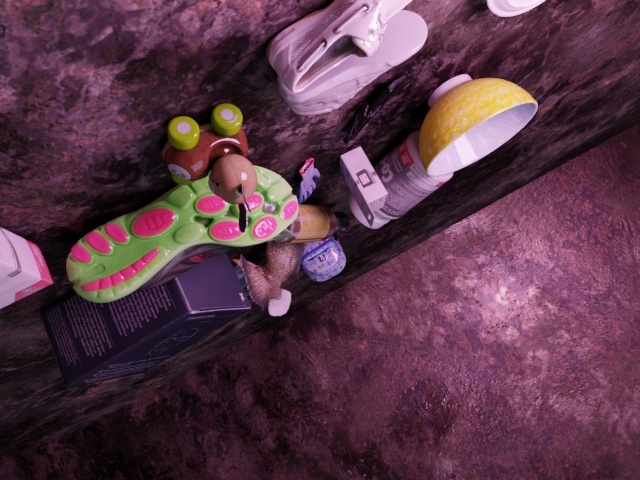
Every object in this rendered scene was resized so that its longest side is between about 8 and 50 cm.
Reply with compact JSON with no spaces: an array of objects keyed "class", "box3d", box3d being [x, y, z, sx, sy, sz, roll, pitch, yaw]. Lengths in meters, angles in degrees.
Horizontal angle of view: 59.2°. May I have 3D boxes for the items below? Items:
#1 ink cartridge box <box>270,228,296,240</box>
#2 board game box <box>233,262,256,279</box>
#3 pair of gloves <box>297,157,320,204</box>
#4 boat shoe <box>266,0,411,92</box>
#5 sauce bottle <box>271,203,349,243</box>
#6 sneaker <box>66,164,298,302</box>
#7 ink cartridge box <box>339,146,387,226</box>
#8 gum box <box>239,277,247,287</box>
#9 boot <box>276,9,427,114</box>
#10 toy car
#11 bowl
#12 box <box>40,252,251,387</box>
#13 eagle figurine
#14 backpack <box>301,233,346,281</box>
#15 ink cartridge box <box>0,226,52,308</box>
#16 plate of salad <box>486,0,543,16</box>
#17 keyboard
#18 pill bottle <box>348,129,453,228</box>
[{"class":"ink cartridge box","box3d":[-0.194,-0.026,1.350,0.235,0.056,0.171,-13,168,11]},{"class":"board game box","box3d":[-0.271,0.105,1.883,0.090,0.020,0.090,-32,165,19]},{"class":"pair of gloves","box3d":[-0.065,-0.106,1.373,0.198,0.023,0.159,-52,165,-17]},{"class":"boat shoe","box3d":[0.056,-0.315,0.843,0.277,0.096,0.098,-31,165,13]},{"class":"sauce bottle","box3d":[-0.027,-0.048,1.613,0.111,0.111,0.344,-35,164,25]},{"class":"sneaker","box3d":[-0.279,-0.026,1.175,0.483,0.185,0.202,-21,-177,-15]},{"class":"ink cartridge box","box3d":[0.115,-0.134,1.430,0.060,0.180,0.104,-26,166,-7]},{"class":"gum box","box3d":[-0.269,0.164,2.052,0.184,0.041,0.157,-28,166,-3]},{"class":"boot","box3d":[0.053,-0.296,0.958,0.258,0.095,0.123,-20,173,4]},{"class":"toy car","box3d":[-0.171,-0.107,0.967,0.149,0.188,0.155,-23,165,-20]},{"class":"bowl","box3d":[0.341,-0.295,1.333,0.290,0.156,0.289,-27,167,-7]},{"class":"box","box3d":[-0.436,0.178,1.437,0.396,0.211,0.293,-31,165,15]},{"class":"eagle figurine","box3d":[-0.170,0.103,1.738,0.225,0.226,0.298,1,160,-22]},{"class":"backpack","box3d":[-0.005,0.040,1.837,0.158,0.173,0.117,-28,166,1]},{"class":"ink cartridge box","box3d":[-0.586,0.050,0.944,0.159,0.092,0.218,-27,168,-6]},{"class":"plate of salad","box3d":[0.371,-0.476,0.971,0.200,0.048,0.200,-22,155,-11]},{"class":"keyboard","box3d":[0.101,-0.283,1.207,0.100,0.038,0.192,-47,-179,-41]},{"class":"pill bottle","box3d":[0.214,-0.160,1.567,0.161,0.161,0.283,-13,160,-46]}]
